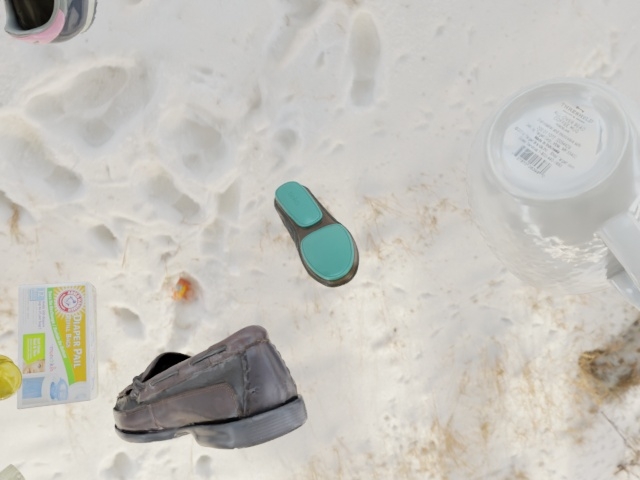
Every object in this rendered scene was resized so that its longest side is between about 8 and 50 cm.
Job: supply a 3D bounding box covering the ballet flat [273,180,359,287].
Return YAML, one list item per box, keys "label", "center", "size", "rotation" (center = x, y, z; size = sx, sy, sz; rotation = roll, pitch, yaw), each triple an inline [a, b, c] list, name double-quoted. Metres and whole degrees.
- label: "ballet flat"
  center: [0.000, 0.000, 0.901]
  size: [0.095, 0.280, 0.096]
  rotation: [-24, 133, -4]

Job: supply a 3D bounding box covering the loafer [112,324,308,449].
- label: "loafer"
  center: [-0.127, 0.144, 0.530]
  size: [0.109, 0.095, 0.303]
  rotation: [-10, 174, -43]

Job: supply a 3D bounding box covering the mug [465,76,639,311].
- label: "mug"
  center: [0.376, -0.044, 0.751]
  size: [0.276, 0.374, 0.328]
  rotation: [-36, 152, 15]

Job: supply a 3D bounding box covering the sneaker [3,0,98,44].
- label: "sneaker"
  center: [-0.339, -0.390, 0.617]
  size: [0.112, 0.131, 0.319]
  rotation: [9, 126, 4]

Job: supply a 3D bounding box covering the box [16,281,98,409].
- label: "box"
  center: [-0.452, 0.178, 0.913]
  size: [0.114, 0.103, 0.203]
  rotation: [-3, 79, -16]

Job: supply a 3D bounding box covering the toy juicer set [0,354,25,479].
- label: "toy juicer set"
  center: [-0.478, 0.235, 0.649]
  size: [0.209, 0.329, 0.089]
  rotation: [-15, 166, -41]
